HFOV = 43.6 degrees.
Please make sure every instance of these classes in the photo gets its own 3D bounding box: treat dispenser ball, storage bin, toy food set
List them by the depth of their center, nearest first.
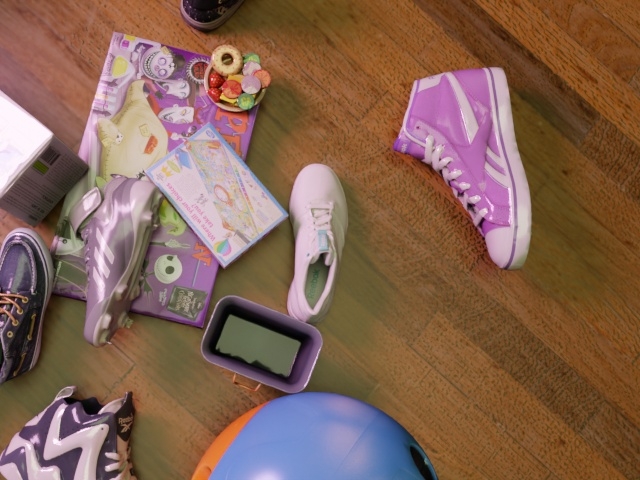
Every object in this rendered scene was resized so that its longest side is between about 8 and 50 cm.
[{"bbox_3d":[-0.006,0.310,0.868,0.288,0.288,0.288,1,81,-8],"label":"treat dispenser ball"},{"bbox_3d":[-0.076,0.135,0.986,0.135,0.091,0.098,22,79,-3],"label":"storage bin"},{"bbox_3d":[-0.107,-0.206,1.028,0.083,0.020,0.083,20,78,-4],"label":"toy food set"}]

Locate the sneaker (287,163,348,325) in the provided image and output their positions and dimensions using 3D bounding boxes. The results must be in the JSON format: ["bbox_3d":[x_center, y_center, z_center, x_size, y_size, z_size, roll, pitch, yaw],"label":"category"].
[{"bbox_3d":[0.000,0.000,1.016,0.080,0.094,0.212,3,80,-6],"label":"sneaker"}]

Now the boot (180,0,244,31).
[{"bbox_3d":[-0.095,-0.391,1.021,0.085,0.178,0.236,37,79,-1],"label":"boot"}]

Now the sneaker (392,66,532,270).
[{"bbox_3d":[0.180,-0.089,1.059,0.161,0.102,0.282,-6,71,-5],"label":"sneaker"}]

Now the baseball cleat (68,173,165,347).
[{"bbox_3d":[-0.259,0.021,0.955,0.110,0.072,0.205,16,74,9],"label":"baseball cleat"}]

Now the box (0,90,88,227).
[{"bbox_3d":[-0.398,-0.126,0.952,0.203,0.114,0.103,38,82,12],"label":"box"}]

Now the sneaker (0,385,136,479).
[{"bbox_3d":[-0.240,0.262,0.942,0.235,0.094,0.153,33,87,9],"label":"sneaker"}]

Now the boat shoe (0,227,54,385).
[{"bbox_3d":[-0.359,0.080,0.929,0.065,0.083,0.183,8,102,5],"label":"boat shoe"}]

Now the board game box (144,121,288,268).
[{"bbox_3d":[-0.129,-0.056,0.997,0.103,0.026,0.154,-39,88,-12],"label":"board game box"}]

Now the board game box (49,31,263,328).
[{"bbox_3d":[-0.208,-0.078,1.026,0.208,0.056,0.346,14,79,-10],"label":"board game box"}]
